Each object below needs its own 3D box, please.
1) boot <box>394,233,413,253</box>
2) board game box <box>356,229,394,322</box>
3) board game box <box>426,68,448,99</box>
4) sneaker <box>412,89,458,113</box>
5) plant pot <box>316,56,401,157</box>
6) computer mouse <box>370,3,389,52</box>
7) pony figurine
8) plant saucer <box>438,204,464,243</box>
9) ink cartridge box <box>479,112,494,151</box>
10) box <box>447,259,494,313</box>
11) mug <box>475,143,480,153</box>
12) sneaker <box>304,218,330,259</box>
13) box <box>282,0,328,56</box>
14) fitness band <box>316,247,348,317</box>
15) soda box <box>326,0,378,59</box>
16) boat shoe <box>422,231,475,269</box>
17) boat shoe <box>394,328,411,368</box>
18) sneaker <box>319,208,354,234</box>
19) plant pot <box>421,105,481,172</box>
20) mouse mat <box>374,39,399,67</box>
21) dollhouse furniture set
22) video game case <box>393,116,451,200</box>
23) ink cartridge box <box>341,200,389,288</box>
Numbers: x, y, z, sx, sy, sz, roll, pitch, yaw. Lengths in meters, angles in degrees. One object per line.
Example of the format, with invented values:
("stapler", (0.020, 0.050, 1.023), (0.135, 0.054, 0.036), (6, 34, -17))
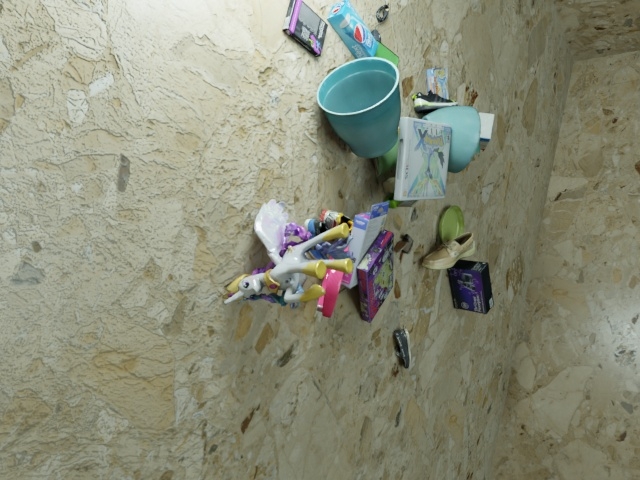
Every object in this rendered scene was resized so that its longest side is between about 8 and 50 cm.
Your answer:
("boot", (0.373, 0.031, 1.967), (0.118, 0.042, 0.087), (-51, 136, -22))
("board game box", (0.217, 0.145, 1.716), (0.208, 0.056, 0.346), (-48, 149, -28))
("board game box", (0.547, -0.690, 2.074), (0.136, 0.035, 0.201), (-23, 111, -44))
("sneaker", (0.512, -0.623, 1.978), (0.235, 0.084, 0.097), (-9, 89, -26))
("plant pot", (0.157, -0.433, 1.532), (0.271, 0.272, 0.255), (-62, 147, -22))
("computer mouse", (0.229, -0.805, 1.712), (0.071, 0.041, 0.241), (29, 73, -44))
("pony figurine", (-0.083, 0.057, 1.299), (0.302, 0.364, 0.351), (62, 36, -23))
("plant saucer", (0.661, -0.061, 2.269), (0.241, 0.037, 0.240), (-7, 100, -46))
("ink cartridge box", (0.842, -0.560, 2.337), (0.231, 0.078, 0.134), (31, 69, -77))
("box", (0.780, 0.237, 2.325), (0.103, 0.184, 0.261), (-35, 119, -37))
("mug", (0.717, -0.477, 2.230), (0.130, 0.158, 0.097), (-10, 100, -21))
("sneaker", (-0.001, 0.000, 1.523), (0.058, 0.085, 0.152), (-29, 115, -42))
("box", (-0.046, -0.685, 1.438), (0.162, 0.029, 0.115), (21, 80, -45))
("fitness band", (0.041, 0.120, 1.491), (0.290, 0.054, 0.208), (-76, -179, -51))
("soda box", (0.116, -0.735, 1.575), (0.210, 0.071, 0.067), (36, 68, -43))
("boat shoe", (0.614, 0.046, 2.145), (0.341, 0.122, 0.110), (-21, 117, -34))
("boat shoe", (0.367, 0.490, 2.014), (0.065, 0.075, 0.205), (-9, 112, -3))
("sneaker", (0.087, -0.032, 1.607), (0.225, 0.093, 0.088), (38, 66, -47))
("plant pot", (0.526, -0.451, 1.939), (0.196, 0.290, 0.289), (7, 89, -13))
("mouse mat", (0.240, -0.667, 1.732), (0.190, 0.007, 0.152), (4, 105, -53))
("dollhouse furniture set", (0.335, -0.301, 1.803), (0.198, 0.151, 0.301), (-38, 121, -38))
("video game case", (0.399, -0.306, 1.720), (0.329, 0.036, 0.299), (-8, 105, -46))
("ink cartridge box", (0.160, 0.005, 1.617), (0.186, 0.065, 0.310), (-19, 128, -60))
